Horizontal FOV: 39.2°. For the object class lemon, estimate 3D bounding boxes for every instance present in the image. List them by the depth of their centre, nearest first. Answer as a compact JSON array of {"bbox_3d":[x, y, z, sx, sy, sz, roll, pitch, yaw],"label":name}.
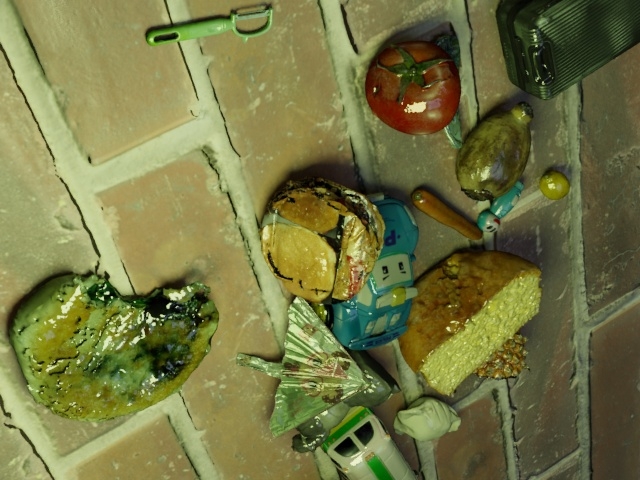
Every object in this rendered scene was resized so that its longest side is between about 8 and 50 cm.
[{"bbox_3d":[0.504,-0.120,1.939,0.062,0.062,0.083,-52,135,5],"label":"lemon"}]

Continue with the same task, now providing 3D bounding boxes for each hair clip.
[{"bbox_3d":[0.238,-0.276,1.676,0.066,0.036,0.229,-27,124,-23],"label":"hair clip"}]

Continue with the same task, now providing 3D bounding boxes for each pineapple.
[{"bbox_3d":[0.391,0.217,2.015,0.176,0.161,0.137,4,111,-12],"label":"pineapple"}]

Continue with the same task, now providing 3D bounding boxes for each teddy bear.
[{"bbox_3d":[0.018,0.303,1.847,0.251,0.144,0.171,-29,98,5],"label":"teddy bear"}]

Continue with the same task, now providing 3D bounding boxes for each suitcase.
[{"bbox_3d":[0.482,-0.416,1.687,0.312,0.128,0.202,-34,132,-11],"label":"suitcase"}]

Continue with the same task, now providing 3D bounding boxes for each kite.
[{"bbox_3d":[-0.032,0.255,1.753,0.267,0.013,0.323,9,108,0],"label":"kite"}]

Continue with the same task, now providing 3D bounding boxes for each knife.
[{"bbox_3d":[-0.169,-0.320,1.388,0.212,0.015,0.054,-17,134,-26],"label":"knife"}]

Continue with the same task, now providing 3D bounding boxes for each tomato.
[{"bbox_3d":[0.167,-0.261,1.567,0.167,0.167,0.167,-17,127,-25],"label":"tomato"}]

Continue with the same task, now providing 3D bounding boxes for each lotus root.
[{"bbox_3d":[0.347,-0.174,1.757,0.138,0.138,0.214,25,101,-42],"label":"lotus root"}]

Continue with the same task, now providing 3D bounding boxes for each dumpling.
[{"bbox_3d":[0.232,0.421,2.096,0.134,0.100,0.169,-29,165,36],"label":"dumpling"}]

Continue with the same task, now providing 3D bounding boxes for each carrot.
[{"bbox_3d":[0.263,-0.048,1.837,0.248,0.043,0.043,28,101,-43],"label":"carrot"}]

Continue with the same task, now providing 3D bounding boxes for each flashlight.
[{"bbox_3d":[0.381,-0.073,1.900,0.129,0.051,0.051,-54,133,-1],"label":"flashlight"}]

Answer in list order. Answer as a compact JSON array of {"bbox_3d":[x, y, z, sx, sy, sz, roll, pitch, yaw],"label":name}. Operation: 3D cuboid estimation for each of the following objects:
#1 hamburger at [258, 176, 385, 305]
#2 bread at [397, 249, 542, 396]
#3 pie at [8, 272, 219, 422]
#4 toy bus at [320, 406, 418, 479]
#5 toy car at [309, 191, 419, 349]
[{"bbox_3d":[0.000,0.000,1.586,0.107,0.231,0.231,-49,151,-57],"label":"hamburger"},{"bbox_3d":[0.294,0.147,1.892,0.340,0.179,0.194,-42,135,-8],"label":"bread"},{"bbox_3d":[-0.354,0.184,1.546,0.371,0.078,0.296,7,116,-38],"label":"pie"},{"bbox_3d":[0.112,0.488,1.984,0.143,0.179,0.305,-37,132,-9],"label":"toy bus"},{"bbox_3d":[0.102,0.064,1.722,0.198,0.166,0.314,-13,124,-32],"label":"toy car"}]
